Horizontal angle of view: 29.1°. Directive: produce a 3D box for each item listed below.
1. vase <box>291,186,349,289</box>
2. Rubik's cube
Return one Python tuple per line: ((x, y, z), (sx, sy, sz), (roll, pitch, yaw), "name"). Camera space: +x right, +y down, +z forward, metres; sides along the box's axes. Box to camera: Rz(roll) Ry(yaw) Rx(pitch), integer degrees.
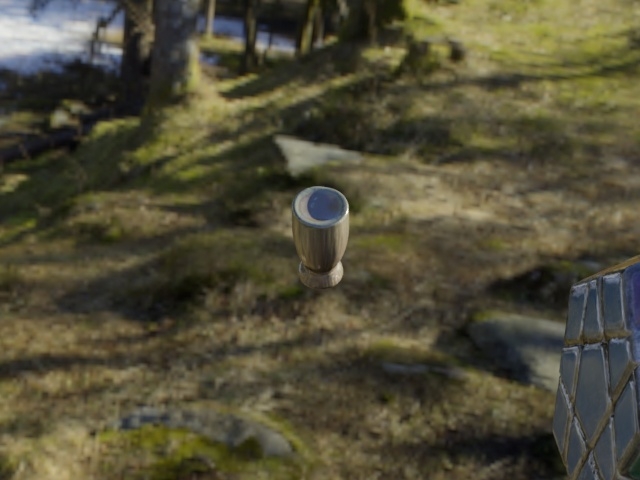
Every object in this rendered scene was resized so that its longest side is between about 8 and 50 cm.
((0.000, 0.000, 1.151), (0.053, 0.100, 0.053), (0, 51, 0), "vase")
((0.322, 0.116, 0.892), (0.264, 0.319, 0.319), (4, 18, -6), "Rubik's cube")
